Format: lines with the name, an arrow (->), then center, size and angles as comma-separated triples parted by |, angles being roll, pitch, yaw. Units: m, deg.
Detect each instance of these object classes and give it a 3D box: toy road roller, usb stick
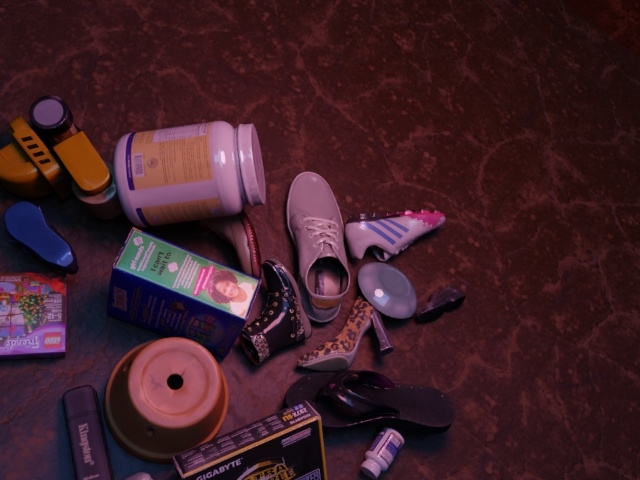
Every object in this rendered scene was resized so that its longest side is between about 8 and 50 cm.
toy road roller -> -0.662, -0.169, 1.708 | 0.240, 0.202, 0.329 | -37, 80, -14
usb stick -> -0.508, 0.442, 1.499 | 0.077, 0.045, 0.278 | -10, 51, -21

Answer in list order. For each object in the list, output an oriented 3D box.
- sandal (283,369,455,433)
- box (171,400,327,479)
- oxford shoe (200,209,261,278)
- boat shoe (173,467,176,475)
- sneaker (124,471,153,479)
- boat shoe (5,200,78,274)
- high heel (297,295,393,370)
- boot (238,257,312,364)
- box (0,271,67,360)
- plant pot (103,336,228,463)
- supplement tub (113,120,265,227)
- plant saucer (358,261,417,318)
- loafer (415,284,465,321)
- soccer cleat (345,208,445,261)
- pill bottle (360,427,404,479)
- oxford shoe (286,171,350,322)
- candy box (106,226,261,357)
sandal -> 0.130, 0.387, 1.721 | 0.446, 0.107, 0.167 | 6, 37, -13
box -> -0.144, 0.529, 1.513 | 0.322, 0.257, 0.079 | -17, 30, -24
oxford shoe -> -0.251, -0.040, 1.840 | 0.130, 0.123, 0.348 | -20, 68, -5
boat shoe -> -0.177, 0.508, 1.587 | 0.320, 0.118, 0.103 | -8, 69, -31
sneaker -> -0.466, 0.586, 1.473 | 0.237, 0.085, 0.086 | -22, 106, -18
boat shoe -> -0.682, 0.005, 1.666 | 0.109, 0.089, 0.258 | -37, 59, -15
high heel -> 0.045, 0.244, 1.820 | 0.261, 0.093, 0.186 | -11, 51, -14
boot -> -0.133, 0.179, 1.732 | 0.179, 0.085, 0.236 | -28, 100, -35
box -> -0.743, 0.176, 1.586 | 0.293, 0.057, 0.201 | -1, 66, -19
plant pot -> -0.339, 0.345, 1.557 | 0.291, 0.203, 0.290 | 8, 64, -16
supplement tub -> -0.316, -0.167, 1.701 | 0.331, 0.241, 0.241 | -7, 66, 2
plant saucer -> 0.197, 0.126, 1.900 | 0.195, 0.037, 0.195 | 21, 40, -19
loafer -> 0.331, 0.179, 1.953 | 0.170, 0.062, 0.061 | -19, 51, -29
soccer cleat -> 0.217, -0.016, 1.987 | 0.331, 0.116, 0.143 | -6, 93, -26
pill bottle -> 0.152, 0.532, 1.710 | 0.067, 0.067, 0.120 | 41, 60, 3
oxford shoe -> 0.000, 0.000, 1.882 | 0.169, 0.130, 0.449 | 3, 63, -15
candy box -> -0.331, 0.134, 1.623 | 0.317, 0.268, 0.122 | 22, 57, -8
